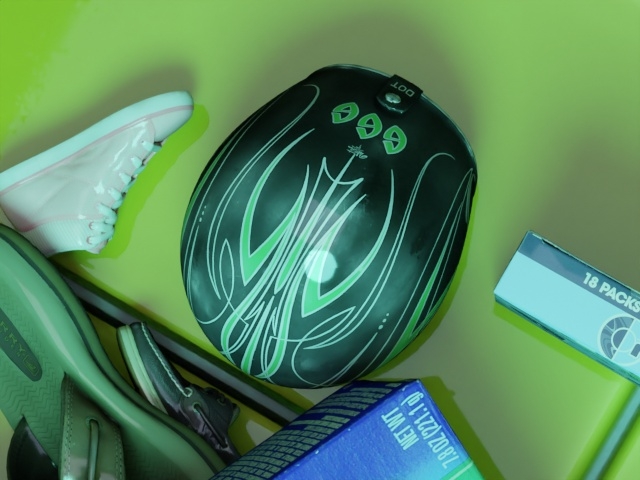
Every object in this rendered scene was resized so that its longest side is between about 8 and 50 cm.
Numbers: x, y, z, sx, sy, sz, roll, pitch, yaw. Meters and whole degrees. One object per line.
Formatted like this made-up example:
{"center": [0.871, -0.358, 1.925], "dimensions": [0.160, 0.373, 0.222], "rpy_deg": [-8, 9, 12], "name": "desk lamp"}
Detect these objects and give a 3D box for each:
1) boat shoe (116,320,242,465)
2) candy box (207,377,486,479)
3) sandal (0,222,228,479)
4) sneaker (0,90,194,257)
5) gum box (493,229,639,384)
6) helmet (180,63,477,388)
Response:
{"center": [-0.069, 0.110, 1.154], "dimensions": [0.049, 0.056, 0.152], "rpy_deg": [-29, 91, -6], "name": "boat shoe"}
{"center": [-0.019, 0.264, 0.992], "dimensions": [0.317, 0.122, 0.268], "rpy_deg": [-35, 94, -16], "name": "candy box"}
{"center": [-0.143, 0.124, 1.114], "dimensions": [0.303, 0.086, 0.120], "rpy_deg": [49, 134, 11], "name": "sandal"}
{"center": [-0.125, -0.034, 1.167], "dimensions": [0.134, 0.051, 0.070], "rpy_deg": [-27, 86, 6], "name": "sneaker"}
{"center": [0.170, 0.054, 1.066], "dimensions": [0.157, 0.184, 0.041], "rpy_deg": [30, 89, 6], "name": "gum box"}
{"center": [0.000, 0.000, 1.100], "dimensions": [0.169, 0.169, 0.161], "rpy_deg": [30, 62, 6], "name": "helmet"}
